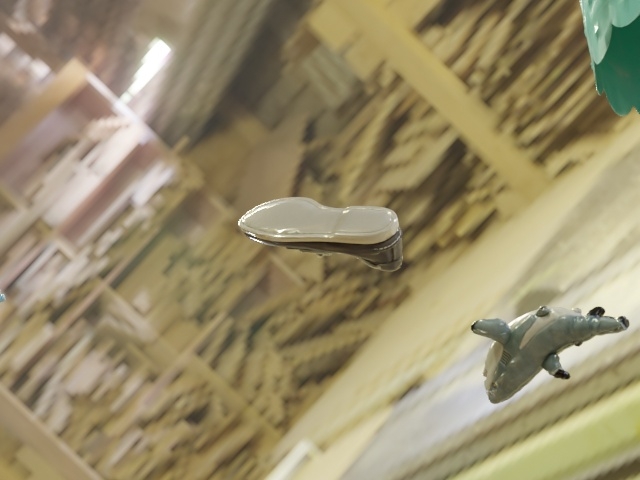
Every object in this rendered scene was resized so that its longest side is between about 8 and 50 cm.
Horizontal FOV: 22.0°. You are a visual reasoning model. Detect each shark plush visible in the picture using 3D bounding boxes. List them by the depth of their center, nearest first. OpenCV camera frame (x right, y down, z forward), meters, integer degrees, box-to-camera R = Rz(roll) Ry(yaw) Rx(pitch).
[{"bbox_3d":[0.209,0.095,1.448,0.161,0.067,0.073,-17,-24,33],"label":"shark plush"}]

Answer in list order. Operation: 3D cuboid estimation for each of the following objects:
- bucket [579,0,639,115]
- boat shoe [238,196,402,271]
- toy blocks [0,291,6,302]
[{"bbox_3d":[0.388,-0.267,1.669,0.281,0.183,0.281,-8,-28,-4],"label":"bucket"},{"bbox_3d":[0.000,0.000,1.796,0.206,0.065,0.075,5,40,35],"label":"boat shoe"},{"bbox_3d":[-0.370,0.104,1.599,0.148,0.123,0.054,-18,2,-2],"label":"toy blocks"}]
